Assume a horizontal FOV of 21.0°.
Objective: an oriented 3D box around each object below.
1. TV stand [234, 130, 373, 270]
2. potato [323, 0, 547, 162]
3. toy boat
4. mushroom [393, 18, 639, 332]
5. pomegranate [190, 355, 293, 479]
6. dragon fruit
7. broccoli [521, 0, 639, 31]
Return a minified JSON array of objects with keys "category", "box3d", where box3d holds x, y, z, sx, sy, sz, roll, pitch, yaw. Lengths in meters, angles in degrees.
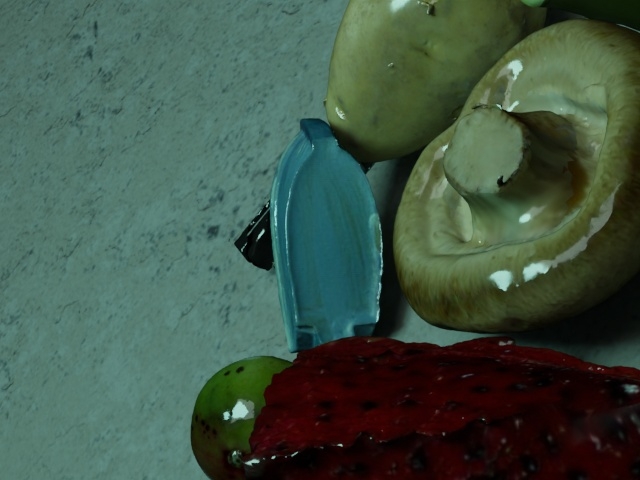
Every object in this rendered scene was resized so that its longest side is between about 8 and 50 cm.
[{"category":"TV stand","box3d":[0.018,-0.075,1.568,0.249,0.042,0.036,-50,37,7]},{"category":"potato","box3d":[0.090,-0.173,1.464,0.235,0.161,0.128,-31,9,18]},{"category":"toy boat","box3d":[0.000,0.000,1.476,0.102,0.088,0.215,149,117,-79]},{"category":"mushroom","box3d":[0.167,-0.045,1.315,0.278,0.146,0.278,-34,37,30]},{"category":"pomegranate","box3d":[-0.043,0.155,1.423,0.130,0.130,0.130,-26,48,32]},{"category":"dragon fruit","box3d":[0.142,0.198,1.213,0.329,0.286,0.228,-17,9,10]},{"category":"broccoli","box3d":[0.324,-0.110,1.010,0.353,0.397,0.275,-9,59,33]}]
